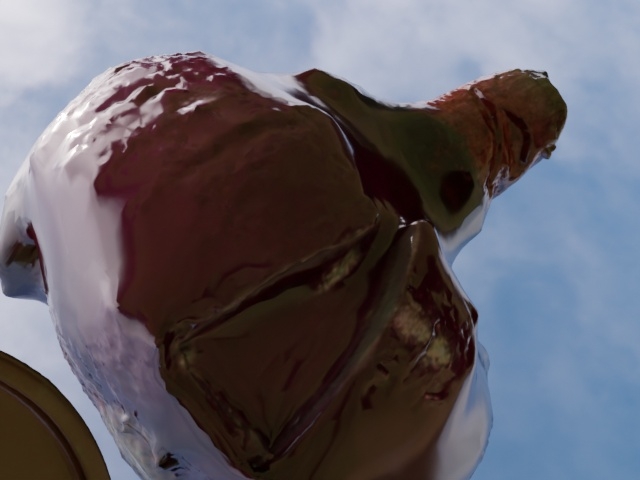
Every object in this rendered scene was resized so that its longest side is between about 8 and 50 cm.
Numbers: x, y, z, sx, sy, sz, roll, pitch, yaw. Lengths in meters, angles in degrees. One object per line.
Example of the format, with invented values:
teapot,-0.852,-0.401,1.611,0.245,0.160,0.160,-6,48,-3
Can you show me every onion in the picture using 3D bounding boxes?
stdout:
onion,0.000,0.000,0.682,0.398,0.398,0.420,45,-104,-9

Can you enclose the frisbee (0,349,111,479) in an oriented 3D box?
frisbee,-0.174,0.156,0.338,0.250,0.021,0.251,-7,-82,-54
